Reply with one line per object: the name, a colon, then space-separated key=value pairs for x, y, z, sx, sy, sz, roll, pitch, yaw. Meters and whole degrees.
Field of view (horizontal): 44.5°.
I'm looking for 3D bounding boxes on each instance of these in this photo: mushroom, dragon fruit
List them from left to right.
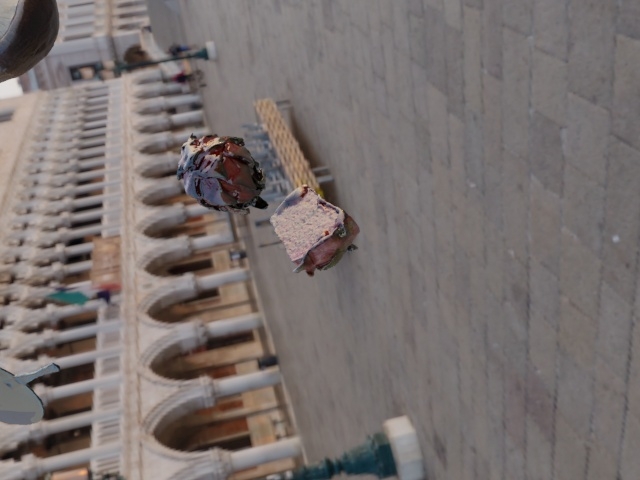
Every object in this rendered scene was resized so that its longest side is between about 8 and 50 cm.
mushroom: x=-0.558 y=-0.372 z=1.409 sx=0.194 sy=0.231 sz=0.138 roll=46 pitch=-178 yaw=24
dragon fruit: x=-0.211 y=-0.144 z=1.673 sx=0.182 sy=0.189 sz=0.182 roll=-1 pitch=-90 yaw=-76
dragon fruit: x=0.000 y=0.000 z=1.063 sx=0.096 sy=0.102 sz=0.147 roll=54 pitch=180 yaw=-36

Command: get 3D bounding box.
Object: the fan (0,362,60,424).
fan: x=-0.305 y=0.140 z=0.760 sx=0.113 sy=0.175 sz=0.005 roll=48 pitch=-140 yaw=-26
